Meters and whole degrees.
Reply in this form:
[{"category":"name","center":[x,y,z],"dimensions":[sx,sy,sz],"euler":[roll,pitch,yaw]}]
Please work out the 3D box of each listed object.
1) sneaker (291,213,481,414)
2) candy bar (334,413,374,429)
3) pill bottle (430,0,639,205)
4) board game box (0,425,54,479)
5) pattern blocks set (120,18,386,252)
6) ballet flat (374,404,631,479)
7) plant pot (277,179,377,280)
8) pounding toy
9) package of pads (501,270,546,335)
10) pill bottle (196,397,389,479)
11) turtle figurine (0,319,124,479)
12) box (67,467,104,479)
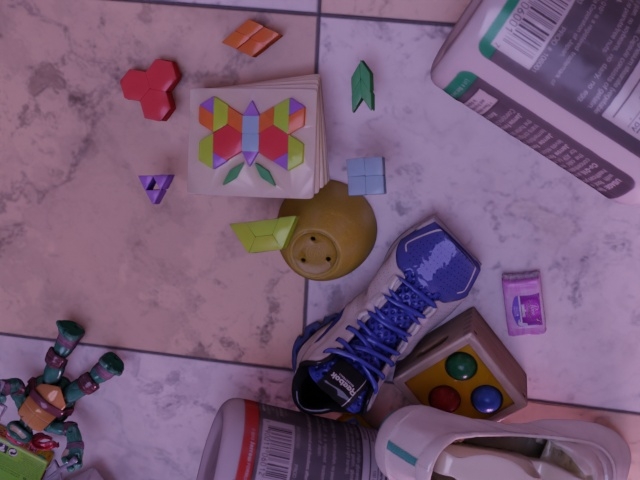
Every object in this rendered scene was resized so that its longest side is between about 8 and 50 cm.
[{"category":"sneaker","center":[0.072,0.128,1.347],"dimensions":[0.127,0.182,0.315],"euler":[42,113,-9]},{"category":"candy bar","center":[0.082,0.299,1.504],"dimensions":[0.040,0.018,0.161],"euler":[-37,102,21]},{"category":"pill bottle","center":[0.321,-0.166,1.171],"dimensions":[0.361,0.204,0.204],"euler":[33,114,-4]},{"category":"board game box","center":[-0.517,0.404,1.647],"dimensions":[0.124,0.039,0.259],"euler":[28,111,-2]},{"category":"pattern blocks set","center":[-0.083,-0.127,1.305],"dimensions":[0.325,0.026,0.285],"euler":[-13,88,17]},{"category":"ballet flat","center":[0.257,0.290,1.316],"dimensions":[0.400,0.139,0.139],"euler":[13,117,-26]},{"category":"plant pot","center":[0.000,0.000,1.356],"dimensions":[0.134,0.095,0.134],"euler":[4,113,10]},{"category":"pounding toy","center":[0.188,0.228,1.414],"dimensions":[0.181,0.094,0.206],"euler":[-34,101,21]},{"category":"package of pads","center":[0.265,0.081,1.374],"dimensions":[0.050,0.032,0.083],"euler":[-5,110,14]},{"category":"pill bottle","center":[0.025,0.345,1.392],"dimensions":[0.363,0.210,0.210],"euler":[15,114,-10]},{"category":"turtle figurine","center":[-0.395,0.234,1.514],"dimensions":[0.175,0.118,0.234],"euler":[36,99,-21]},{"category":"box","center":[-0.342,0.550,1.584],"dimensions":[0.215,0.168,0.345],"euler":[-29,109,18]}]
